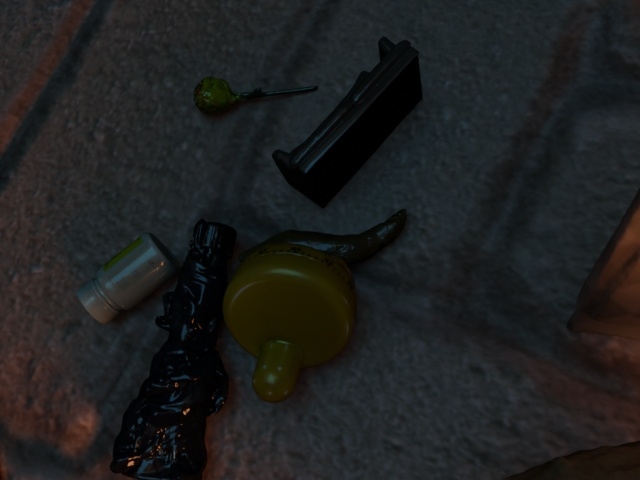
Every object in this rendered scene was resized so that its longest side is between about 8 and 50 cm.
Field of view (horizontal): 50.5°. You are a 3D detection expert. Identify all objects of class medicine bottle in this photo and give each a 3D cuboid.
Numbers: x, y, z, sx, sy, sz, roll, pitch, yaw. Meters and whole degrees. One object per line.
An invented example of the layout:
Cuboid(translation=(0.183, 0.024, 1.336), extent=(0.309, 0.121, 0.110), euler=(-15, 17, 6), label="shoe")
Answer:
Cuboid(translation=(-0.172, 0.034, 0.608), extent=(0.083, 0.047, 0.047), euler=(-38, 67, -3), label="medicine bottle")

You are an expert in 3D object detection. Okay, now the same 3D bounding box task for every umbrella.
Cuboid(translation=(-0.108, 0.088, 0.563), extent=(0.080, 0.071, 0.224), euler=(10, 71, 3), label="umbrella")

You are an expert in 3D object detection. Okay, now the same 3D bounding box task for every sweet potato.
Cuboid(translation=(0.002, 0.006, 0.584), extent=(0.153, 0.038, 0.041), euler=(-12, 74, 6), label="sweet potato")

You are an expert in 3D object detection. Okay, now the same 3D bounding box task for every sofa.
Cuboid(translation=(0.021, -0.110, 0.596), extent=(0.060, 0.085, 0.147), euler=(40, 84, 19), label="sofa")

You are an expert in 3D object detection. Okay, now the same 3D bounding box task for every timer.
Cuboid(translation=(-0.026, 0.060, 0.531), extent=(0.107, 0.107, 0.109), euler=(-2, 33, 12), label="timer")

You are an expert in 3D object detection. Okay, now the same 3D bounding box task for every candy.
Cuboid(translation=(-0.064, -0.143, 0.660), extent=(0.123, 0.035, 0.035), euler=(-3, 73, 3), label="candy")

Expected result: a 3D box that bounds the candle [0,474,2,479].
Cuboid(translation=(-0.380, 0.277, 0.527), extent=(0.287, 0.131, 0.317), euler=(-32, 66, 3), label="candle")

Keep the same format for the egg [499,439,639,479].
Cuboid(translation=(0.181, 0.232, 0.345), extent=(0.310, 0.279, 0.279), euler=(3, 71, 15), label="egg")

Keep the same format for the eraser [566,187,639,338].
Cuboid(translation=(0.256, -0.017, 0.339), extent=(0.213, 0.397, 0.082), euler=(5, 72, 14), label="eraser")
